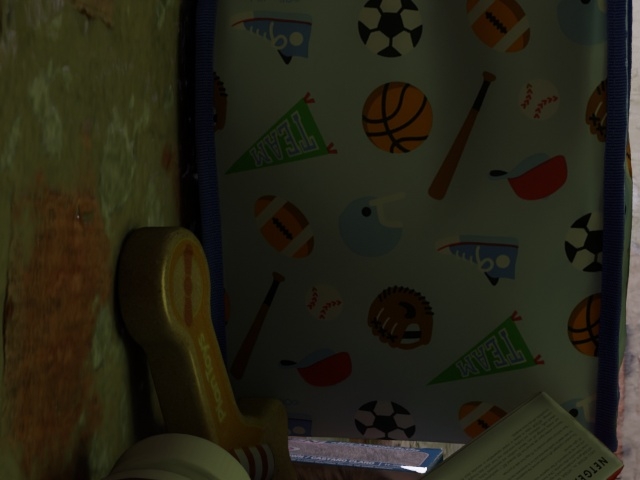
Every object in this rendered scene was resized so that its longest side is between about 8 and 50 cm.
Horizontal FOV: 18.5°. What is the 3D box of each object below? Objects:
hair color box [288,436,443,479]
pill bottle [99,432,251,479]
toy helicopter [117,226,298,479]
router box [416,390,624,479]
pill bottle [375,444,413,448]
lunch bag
[{"bbox_3d":[0.005,0.345,1.636,0.105,0.174,0.347,-20,113,-76],"label":"hair color box"},{"bbox_3d":[-0.110,0.210,1.160,0.221,0.121,0.121,-64,155,-64],"label":"pill bottle"},{"bbox_3d":[-0.084,0.160,1.363,0.235,0.140,0.355,-54,135,-54],"label":"toy helicopter"},{"bbox_3d":[0.032,0.286,1.347,0.335,0.082,0.301,-29,155,-46],"label":"router box"},{"bbox_3d":[0.058,0.248,1.855,0.108,0.180,0.108,4,90,-79],"label":"pill bottle"},{"bbox_3d":[0.078,-0.059,1.491,0.239,0.328,0.385,-73,161,-65],"label":"lunch bag"}]
